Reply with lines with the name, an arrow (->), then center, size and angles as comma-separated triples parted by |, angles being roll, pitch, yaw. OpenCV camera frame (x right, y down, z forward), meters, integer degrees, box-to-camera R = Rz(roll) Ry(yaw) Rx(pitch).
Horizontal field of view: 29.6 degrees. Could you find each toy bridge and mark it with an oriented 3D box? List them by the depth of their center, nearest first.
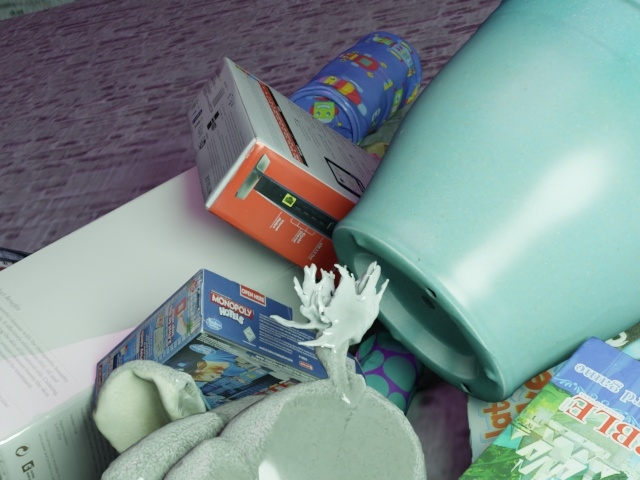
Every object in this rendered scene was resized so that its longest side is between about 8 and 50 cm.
toy bridge -> 0.129, -0.105, 1.627 | 0.063, 0.026, 0.188 | -26, 26, -20

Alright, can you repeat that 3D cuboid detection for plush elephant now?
plush elephant -> -0.042, 0.198, 0.898 | 0.272, 0.255, 0.329 | 16, 66, -13

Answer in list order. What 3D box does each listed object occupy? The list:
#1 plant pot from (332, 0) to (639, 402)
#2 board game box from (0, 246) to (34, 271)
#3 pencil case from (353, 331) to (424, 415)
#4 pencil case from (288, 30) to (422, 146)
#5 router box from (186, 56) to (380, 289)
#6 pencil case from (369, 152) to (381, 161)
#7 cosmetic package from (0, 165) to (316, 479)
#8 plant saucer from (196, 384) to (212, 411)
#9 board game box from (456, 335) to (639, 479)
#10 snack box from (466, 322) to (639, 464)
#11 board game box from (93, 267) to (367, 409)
plant pot -> 0.159, -0.022, 0.934 | 0.255, 0.271, 0.272 | -43, 33, -15
board game box -> -0.324, 0.076, 1.418 | 0.165, 0.042, 0.243 | 13, 15, -24
pencil case -> 0.044, 0.152, 1.121 | 0.070, 0.064, 0.151 | 9, 33, 19
pencil case -> 0.046, -0.198, 1.726 | 0.119, 0.133, 0.306 | 20, 31, 14
router box -> 0.015, -0.042, 1.254 | 0.082, 0.301, 0.335 | -54, 19, 12
pencil case -> -0.012, -0.075, 1.579 | 0.209, 0.095, 0.098 | 5, 28, 33
cosmetic package -> -0.199, 0.096, 1.215 | 0.366, 0.155, 0.197 | -29, 51, -27
plant saucer -> -0.114, 0.171, 1.054 | 0.067, 0.192, 0.018 | -16, 56, 2
board game box -> 0.213, 0.235, 0.719 | 0.319, 0.065, 0.318 | 29, 48, 26
snack box -> 0.211, 0.157, 0.940 | 0.187, 0.060, 0.322 | -11, 40, 12
board game box -> -0.095, 0.115, 1.047 | 0.194, 0.194, 0.060 | -26, 51, 35
